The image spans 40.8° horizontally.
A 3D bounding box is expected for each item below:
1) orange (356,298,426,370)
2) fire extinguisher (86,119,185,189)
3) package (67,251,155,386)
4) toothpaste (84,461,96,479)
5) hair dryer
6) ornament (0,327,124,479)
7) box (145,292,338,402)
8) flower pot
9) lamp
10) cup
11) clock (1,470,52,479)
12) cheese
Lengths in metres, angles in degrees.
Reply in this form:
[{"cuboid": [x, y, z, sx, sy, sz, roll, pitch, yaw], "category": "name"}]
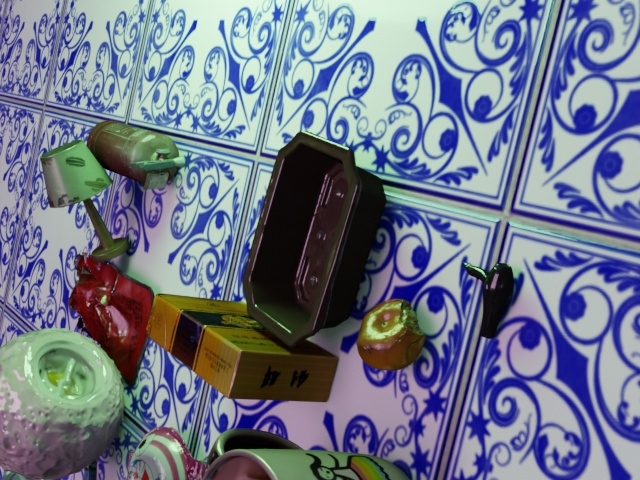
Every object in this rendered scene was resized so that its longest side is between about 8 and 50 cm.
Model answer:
[{"cuboid": [0.079, 0.110, 0.963, 0.086, 0.062, 0.086, -20, 34, 14], "category": "orange"}, {"cuboid": [-0.324, -0.149, 1.512, 0.269, 0.104, 0.105, 22, 100, 51], "category": "fire extinguisher"}, {"cuboid": [-0.393, 0.127, 1.575, 0.269, 0.071, 0.194, 34, 123, 47], "category": "package"}, {"cuboid": [-0.425, 0.428, 1.589, 0.020, 0.017, 0.083, -23, 65, 48], "category": "toothpaste"}, {"cuboid": [0.169, 0.052, 0.898, 0.083, 0.031, 0.079, -132, 51, -62], "category": "hair dryer"}, {"cuboid": [-0.472, 0.283, 1.484, 0.225, 0.259, 0.259, -52, 45, 35], "category": "ornament"}, {"cuboid": [-0.108, 0.137, 1.128, 0.237, 0.152, 0.070, 19, 98, 52], "category": "box"}, {"cuboid": [0.000, 0.000, 1.075, 0.178, 0.084, 0.251, 29, 106, 51], "category": "flower pot"}, {"cuboid": [-0.424, -0.068, 1.555, 0.121, 0.121, 0.215, 11, 127, 53], "category": "lamp"}, {"cuboid": [-0.021, 0.302, 0.937, 0.253, 0.200, 0.192, 47, 119, 45], "category": "cup"}, {"cuboid": [-0.590, 0.535, 1.741, 0.211, 0.066, 0.159, 49, 122, 45], "category": "clock"}, {"cuboid": [-0.218, 0.363, 1.297, 0.244, 0.062, 0.155, 1, 85, 41], "category": "cheese"}]
